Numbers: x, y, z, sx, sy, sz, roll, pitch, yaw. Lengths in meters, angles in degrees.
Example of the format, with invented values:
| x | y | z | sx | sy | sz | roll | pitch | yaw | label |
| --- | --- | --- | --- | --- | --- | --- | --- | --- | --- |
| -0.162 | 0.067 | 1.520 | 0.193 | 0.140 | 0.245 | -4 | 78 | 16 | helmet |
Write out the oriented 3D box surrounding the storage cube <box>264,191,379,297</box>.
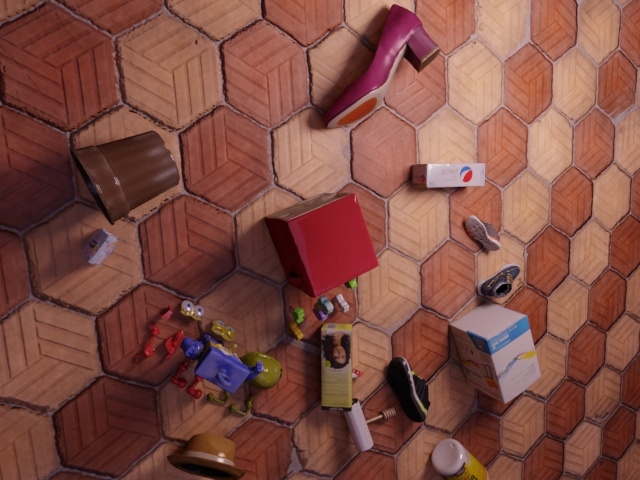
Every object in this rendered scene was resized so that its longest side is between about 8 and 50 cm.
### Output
| x | y | z | sx | sy | sz | roll | pitch | yaw | label |
| --- | --- | --- | --- | --- | --- | --- | --- | --- | --- |
| 0.000 | 0.000 | 1.102 | 0.214 | 0.183 | 0.193 | -25 | 105 | -19 | storage cube |

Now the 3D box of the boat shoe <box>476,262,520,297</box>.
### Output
| x | y | z | sx | sy | sz | roll | pitch | yaw | label |
| --- | --- | --- | --- | --- | --- | --- | --- | --- | --- |
| 0.602 | 0.135 | 1.442 | 0.183 | 0.083 | 0.065 | -26 | 107 | -19 | boat shoe |

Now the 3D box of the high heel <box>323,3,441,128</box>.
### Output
| x | y | z | sx | sy | sz | roll | pitch | yaw | label |
| --- | --- | --- | --- | --- | --- | --- | --- | --- | --- |
| 0.121 | -0.453 | 1.163 | 0.377 | 0.127 | 0.181 | -38 | 81 | -11 | high heel |

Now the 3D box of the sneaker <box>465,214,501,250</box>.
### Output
| x | y | z | sx | sy | sz | roll | pitch | yaw | label |
| --- | --- | --- | --- | --- | --- | --- | --- | --- | --- |
| 0.515 | -0.034 | 1.408 | 0.158 | 0.061 | 0.065 | 43 | 52 | -23 | sneaker |

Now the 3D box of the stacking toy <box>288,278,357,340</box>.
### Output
| x | y | z | sx | sy | sz | roll | pitch | yaw | label |
| --- | --- | --- | --- | --- | --- | --- | --- | --- | --- |
| 0.006 | 0.177 | 1.123 | 0.166 | 0.221 | 0.052 | -29 | 74 | -18 | stacking toy |

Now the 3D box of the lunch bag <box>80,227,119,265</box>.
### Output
| x | y | z | sx | sy | sz | roll | pitch | yaw | label |
| --- | --- | --- | --- | --- | --- | --- | --- | --- | --- |
| -0.469 | 0.013 | 0.947 | 0.053 | 0.083 | 0.071 | 37 | 82 | -24 | lunch bag |

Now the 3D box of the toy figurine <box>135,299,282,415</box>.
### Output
| x | y | z | sx | sy | sz | roll | pitch | yaw | label |
| --- | --- | --- | --- | --- | --- | --- | --- | --- | --- |
| -0.230 | 0.313 | 1.021 | 0.362 | 0.217 | 0.191 | 40 | 80 | -22 | toy figurine |

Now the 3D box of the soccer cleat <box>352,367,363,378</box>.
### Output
| x | y | z | sx | sy | sz | roll | pitch | yaw | label |
| --- | --- | --- | --- | --- | --- | --- | --- | --- | --- |
| 0.083 | 0.388 | 1.275 | 0.083 | 0.029 | 0.036 | 7 | 103 | -21 | soccer cleat |

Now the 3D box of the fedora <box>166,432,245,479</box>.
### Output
| x | y | z | sx | sy | sz | roll | pitch | yaw | label |
| --- | --- | --- | --- | --- | --- | --- | --- | --- | --- |
| -0.270 | 0.522 | 1.081 | 0.194 | 0.194 | 0.079 | 33 | 47 | -24 | fedora |

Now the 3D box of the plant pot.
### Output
| x | y | z | sx | sy | sz | roll | pitch | yaw | label |
| --- | --- | --- | --- | --- | --- | --- | --- | --- | --- |
| -0.396 | -0.141 | 0.926 | 0.165 | 0.167 | 0.167 | -30 | 108 | -26 | plant pot |

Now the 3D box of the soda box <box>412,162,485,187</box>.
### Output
| x | y | z | sx | sy | sz | roll | pitch | yaw | label |
| --- | --- | --- | --- | --- | --- | --- | --- | --- | --- |
| 0.377 | -0.191 | 1.304 | 0.216 | 0.074 | 0.069 | -4 | 98 | -24 | soda box |

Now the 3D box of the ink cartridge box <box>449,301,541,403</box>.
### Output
| x | y | z | sx | sy | sz | roll | pitch | yaw | label |
| --- | --- | --- | --- | --- | --- | --- | --- | --- | --- |
| 0.550 | 0.348 | 1.399 | 0.168 | 0.171 | 0.233 | -26 | 106 | -19 | ink cartridge box |

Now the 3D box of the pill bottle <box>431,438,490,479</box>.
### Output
| x | y | z | sx | sy | sz | roll | pitch | yaw | label |
| --- | --- | --- | --- | --- | --- | --- | --- | --- | --- |
| 0.463 | 0.748 | 1.441 | 0.117 | 0.117 | 0.215 | -49 | 112 | -11 | pill bottle |

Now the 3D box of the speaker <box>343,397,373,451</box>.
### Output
| x | y | z | sx | sy | sz | roll | pitch | yaw | label |
| --- | --- | --- | --- | --- | --- | --- | --- | --- | --- |
| 0.106 | 0.527 | 1.270 | 0.055 | 0.055 | 0.136 | -20 | 90 | -21 | speaker |

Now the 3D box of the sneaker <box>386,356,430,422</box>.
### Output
| x | y | z | sx | sy | sz | roll | pitch | yaw | label |
| --- | --- | --- | --- | --- | --- | --- | --- | --- | --- |
| 0.275 | 0.440 | 1.354 | 0.097 | 0.084 | 0.235 | -35 | 112 | -42 | sneaker |

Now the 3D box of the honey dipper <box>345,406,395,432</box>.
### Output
| x | y | z | sx | sy | sz | roll | pitch | yaw | label |
| --- | --- | --- | --- | --- | --- | --- | --- | --- | --- |
| 0.149 | 0.538 | 1.323 | 0.160 | 0.030 | 0.031 | -15 | 103 | -20 | honey dipper |

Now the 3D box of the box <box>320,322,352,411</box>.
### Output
| x | y | z | sx | sy | sz | roll | pitch | yaw | label |
| --- | --- | --- | --- | --- | --- | --- | --- | --- | --- |
| 0.045 | 0.347 | 1.219 | 0.087 | 0.058 | 0.233 | -1 | 99 | 8 | box |
